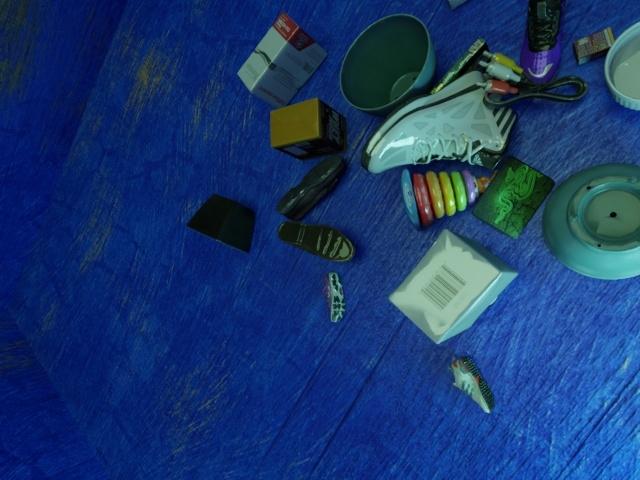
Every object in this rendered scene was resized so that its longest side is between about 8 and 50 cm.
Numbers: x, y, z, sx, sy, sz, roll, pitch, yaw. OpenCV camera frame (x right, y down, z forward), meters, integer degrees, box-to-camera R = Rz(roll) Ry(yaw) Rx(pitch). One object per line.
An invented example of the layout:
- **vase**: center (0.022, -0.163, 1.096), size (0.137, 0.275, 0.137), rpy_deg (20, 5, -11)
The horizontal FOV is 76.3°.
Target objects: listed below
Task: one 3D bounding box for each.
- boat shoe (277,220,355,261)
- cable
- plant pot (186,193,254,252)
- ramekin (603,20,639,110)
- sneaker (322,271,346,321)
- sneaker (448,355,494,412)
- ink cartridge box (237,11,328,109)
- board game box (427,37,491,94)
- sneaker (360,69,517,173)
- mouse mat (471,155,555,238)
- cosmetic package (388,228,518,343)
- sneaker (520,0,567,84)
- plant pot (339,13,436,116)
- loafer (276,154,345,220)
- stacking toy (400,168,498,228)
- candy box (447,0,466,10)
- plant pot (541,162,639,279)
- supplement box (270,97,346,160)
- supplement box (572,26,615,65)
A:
- **boat shoe**: center (0.000, 0.000, 1.413), size (0.307, 0.104, 0.110), rpy_deg (22, 88, 32)
- **cable**: center (0.543, -0.398, 1.056), size (0.288, 0.072, 0.139), rpy_deg (15, 81, 8)
- **plant pot**: center (-0.372, -0.075, 1.600), size (0.188, 0.187, 0.166), rpy_deg (20, 83, 30)
- **ramekin**: center (0.795, -0.411, 0.970), size (0.207, 0.109, 0.207), rpy_deg (-3, 84, 30)
- **sneaker**: center (0.041, 0.196, 1.404), size (0.071, 0.068, 0.169), rpy_deg (-19, 67, 43)
- **sneaker**: center (0.426, 0.414, 1.160), size (0.075, 0.057, 0.161), rpy_deg (-42, 67, 39)
- **ink cartridge box**: center (-0.138, -0.642, 1.487), size (0.273, 0.197, 0.114), rpy_deg (-46, 64, 19)
- **board game box**: center (0.389, -0.450, 1.197), size (0.259, 0.136, 0.030), rpy_deg (-46, 67, 19)
- **sneaker**: center (0.345, -0.270, 1.108), size (0.448, 0.169, 0.257), rpy_deg (-33, 67, -8)
- **mouse mat**: center (0.528, -0.117, 1.121), size (0.153, 0.007, 0.189), rpy_deg (30, 101, -1)
- **cosmetic package**: center (0.353, 0.113, 1.030), size (0.156, 0.385, 0.217), rpy_deg (44, 105, 25)
- **sneaker**: center (0.588, -0.571, 1.082), size (0.102, 0.146, 0.293), rpy_deg (7, 89, 31)
- **plant pot**: center (0.233, -0.497, 1.246), size (0.290, 0.195, 0.290), rpy_deg (-10, 74, 36)
- **loafer**: center (-0.022, -0.183, 1.460), size (0.303, 0.095, 0.109), rpy_deg (-38, 38, 18)
- **stacking toy**: center (0.393, -0.141, 1.181), size (0.302, 0.166, 0.175), rpy_deg (-11, 79, 15)
- **candy box**: center (0.435, -0.842, 1.238), size (0.165, 0.070, 0.196), rpy_deg (-24, 74, 27)
- **plant pot**: center (0.682, -0.052, 0.957), size (0.293, 0.196, 0.292), rpy_deg (-2, 86, 30)
- **supplement box**: center (-0.038, -0.375, 1.408), size (0.192, 0.194, 0.129), rpy_deg (-5, 83, 30)
- **supplement box**: center (0.713, -0.505, 1.063), size (0.083, 0.043, 0.054), rpy_deg (-14, 79, 28)
